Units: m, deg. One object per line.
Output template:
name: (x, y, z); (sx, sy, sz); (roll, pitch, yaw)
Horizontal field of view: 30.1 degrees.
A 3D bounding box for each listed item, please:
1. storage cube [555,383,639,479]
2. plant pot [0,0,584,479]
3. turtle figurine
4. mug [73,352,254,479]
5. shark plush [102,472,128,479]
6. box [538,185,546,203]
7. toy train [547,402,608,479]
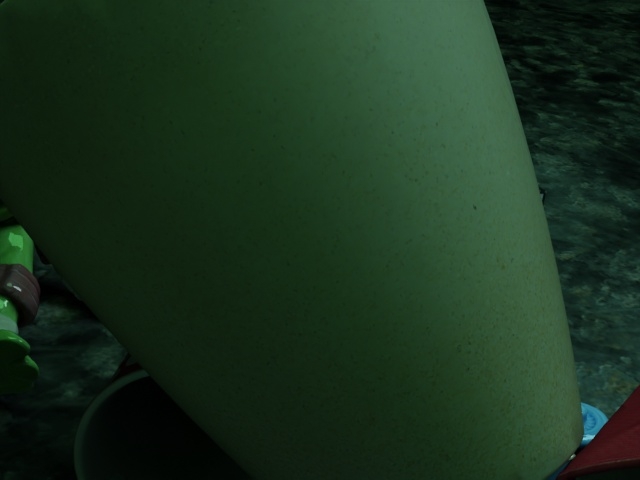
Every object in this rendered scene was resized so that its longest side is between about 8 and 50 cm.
storage cube: (0.251, 0.137, 0.534); (0.183, 0.215, 0.193); (-22, 3, 38)
plant pot: (0.000, 0.000, 0.557); (0.256, 0.274, 0.256); (-28, -1, -1)
turtle figurine: (-0.173, -0.032, 0.822); (0.274, 0.198, 0.266); (18, 35, -6)
mug: (-0.063, 0.106, 0.714); (0.113, 0.150, 0.169); (-26, 16, 12)
shark plush: (-0.134, 0.173, 0.548); (0.073, 0.067, 0.161); (20, 27, 24)
box: (0.176, -0.052, 1.208); (0.083, 0.018, 0.067); (-4, 27, -25)
toy train: (0.099, 0.117, 0.741); (0.105, 0.080, 0.184); (-13, 31, -27)
